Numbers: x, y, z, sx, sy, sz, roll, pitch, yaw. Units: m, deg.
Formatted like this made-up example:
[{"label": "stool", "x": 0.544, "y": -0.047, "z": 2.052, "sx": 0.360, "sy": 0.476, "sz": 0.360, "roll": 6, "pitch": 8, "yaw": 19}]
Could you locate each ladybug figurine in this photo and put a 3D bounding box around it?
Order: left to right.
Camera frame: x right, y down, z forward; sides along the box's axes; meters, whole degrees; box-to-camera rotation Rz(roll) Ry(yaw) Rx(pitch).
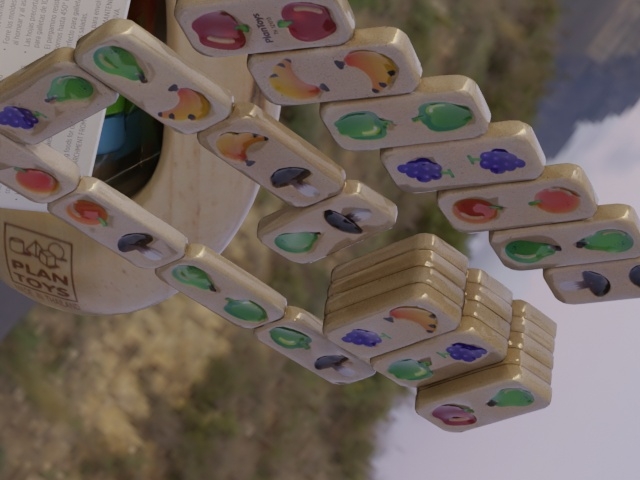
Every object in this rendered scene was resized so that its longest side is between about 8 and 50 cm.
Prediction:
[{"label": "ladybug figurine", "x": -0.155, "y": -0.153, "z": 1.162, "sx": 0.162, "sy": 0.305, "sz": 0.449, "roll": -51, "pitch": 154, "yaw": -55}]

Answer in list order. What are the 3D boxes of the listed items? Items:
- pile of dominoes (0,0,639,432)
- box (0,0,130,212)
[{"label": "pile of dominoes", "x": 0.000, "y": 0.000, "z": 0.644, "sx": 0.196, "sy": 0.251, "sz": 0.040, "roll": -22, "pitch": -133, "yaw": 41}, {"label": "box", "x": -0.097, "y": -0.164, "z": 0.664, "sx": 0.063, "sy": 0.067, "sz": 0.324, "roll": -114, "pitch": -146, "yaw": -55}]
